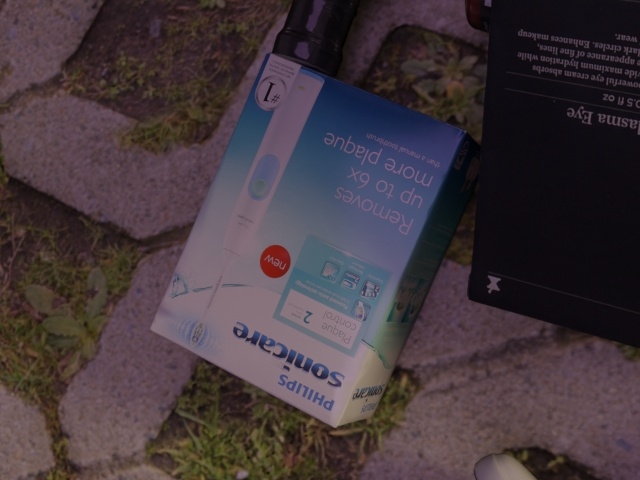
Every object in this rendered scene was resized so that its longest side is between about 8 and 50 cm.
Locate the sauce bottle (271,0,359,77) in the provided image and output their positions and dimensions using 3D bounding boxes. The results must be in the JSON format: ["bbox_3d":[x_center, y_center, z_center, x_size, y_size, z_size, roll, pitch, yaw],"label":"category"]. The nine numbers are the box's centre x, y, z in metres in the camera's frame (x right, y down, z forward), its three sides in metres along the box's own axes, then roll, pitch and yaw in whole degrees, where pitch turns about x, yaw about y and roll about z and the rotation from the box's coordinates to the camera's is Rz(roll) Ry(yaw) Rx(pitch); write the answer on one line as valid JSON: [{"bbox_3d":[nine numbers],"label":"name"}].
[{"bbox_3d":[0.039,-0.335,1.019,0.111,0.111,0.344,22,93,20],"label":"sauce bottle"}]

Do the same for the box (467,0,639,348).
[{"bbox_3d":[0.308,-0.081,0.775,0.343,0.179,0.313,16,119,28],"label":"box"}]

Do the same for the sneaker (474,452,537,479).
[{"bbox_3d":[0.265,0.275,0.888,0.123,0.106,0.290,-45,83,6],"label":"sneaker"}]

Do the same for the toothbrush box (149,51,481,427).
[{"bbox_3d":[0.000,0.000,0.991,0.216,0.126,0.296,26,95,20],"label":"toothbrush box"}]

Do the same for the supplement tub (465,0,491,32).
[{"bbox_3d":[0.241,-0.223,0.938,0.197,0.106,0.106,19,91,20],"label":"supplement tub"}]
